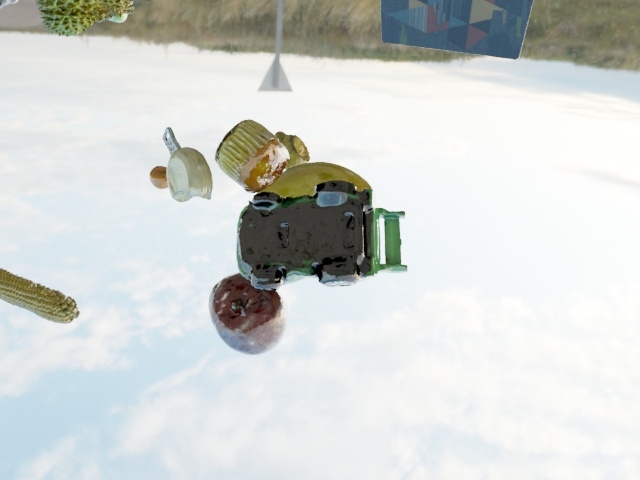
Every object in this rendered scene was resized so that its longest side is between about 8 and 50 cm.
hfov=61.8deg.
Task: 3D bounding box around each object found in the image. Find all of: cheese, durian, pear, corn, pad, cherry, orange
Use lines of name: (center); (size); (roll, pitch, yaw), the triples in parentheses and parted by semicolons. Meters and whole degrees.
cheese: (-0.365, -0.214, 1.440); (0.071, 0.248, 0.163); (-7, 167, -41)
durian: (-0.608, -0.626, 1.356); (0.237, 0.176, 0.200); (-20, -152, -10)
pear: (-0.021, -0.074, 1.679); (0.418, 0.362, 0.362); (-14, -155, -20)
corn: (-0.790, 0.142, 1.438); (0.288, 0.086, 0.086); (31, -170, -23)
pad: (0.187, -0.326, 0.762); (0.211, 0.143, 0.003); (13, -117, 15)
cherry: (-0.195, 0.205, 1.481); (0.203, 0.300, 0.230); (-41, -114, -12)
orange: (-0.532, -0.212, 1.793); (0.084, 0.083, 0.083); (2, -160, -1)

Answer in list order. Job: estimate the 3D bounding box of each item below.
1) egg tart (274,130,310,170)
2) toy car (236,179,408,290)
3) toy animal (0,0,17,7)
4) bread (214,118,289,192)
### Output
egg tart: (-0.097, -0.322, 1.954); (0.074, 0.191, 0.191); (-25, -170, 24)
toy car: (0.000, 0.000, 1.163); (0.359, 0.213, 0.176); (-6, 167, 17)
toy animal: (-0.951, -0.824, 1.570); (0.213, 0.212, 0.266); (12, -119, 24)
bread: (-0.140, -0.174, 1.147); (0.114, 0.132, 0.190); (40, -178, 14)
